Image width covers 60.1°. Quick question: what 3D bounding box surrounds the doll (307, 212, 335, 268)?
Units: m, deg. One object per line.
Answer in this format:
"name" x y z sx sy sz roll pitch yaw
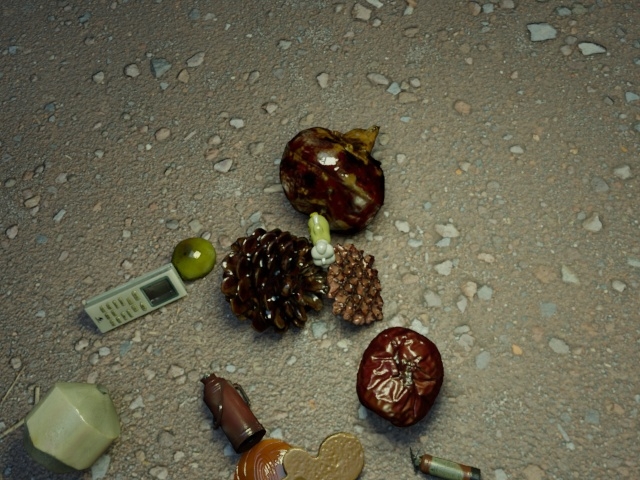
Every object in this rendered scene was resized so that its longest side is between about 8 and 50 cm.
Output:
"doll" 0.000 0.000 1.468 0.062 0.106 0.163 -15 47 4

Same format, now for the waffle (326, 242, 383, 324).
"waffle" 0.094 0.118 1.530 0.055 0.221 0.235 -23 67 41

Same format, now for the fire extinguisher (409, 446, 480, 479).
"fire extinguisher" 0.304 0.564 1.376 0.177 0.050 0.062 12 88 13

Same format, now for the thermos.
"thermos" -0.244 0.445 1.487 0.124 0.099 0.232 -14 49 -40

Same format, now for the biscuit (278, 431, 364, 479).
"biscuit" -0.026 0.625 1.387 0.216 0.047 0.340 42 72 8

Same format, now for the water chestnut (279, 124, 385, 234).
"water chestnut" 0.057 -0.199 1.591 0.347 0.335 0.335 -47 67 6

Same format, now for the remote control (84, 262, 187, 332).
"remote control" -0.545 0.172 1.642 0.277 0.103 0.055 -24 30 -2

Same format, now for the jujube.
"jujube" 0.204 0.344 1.413 0.212 0.213 0.232 25 77 18

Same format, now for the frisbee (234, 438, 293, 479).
"frisbee" -0.133 0.613 1.431 0.191 0.035 0.192 -3 66 7

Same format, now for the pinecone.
"pinecone" -0.118 0.109 1.533 0.295 0.242 0.299 6 76 16

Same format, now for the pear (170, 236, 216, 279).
"pear" -0.391 0.048 1.681 0.140 0.104 0.141 -2 63 5

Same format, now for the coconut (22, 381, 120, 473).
"coconut" -0.646 0.484 1.471 0.241 0.241 0.241 -3 66 7
